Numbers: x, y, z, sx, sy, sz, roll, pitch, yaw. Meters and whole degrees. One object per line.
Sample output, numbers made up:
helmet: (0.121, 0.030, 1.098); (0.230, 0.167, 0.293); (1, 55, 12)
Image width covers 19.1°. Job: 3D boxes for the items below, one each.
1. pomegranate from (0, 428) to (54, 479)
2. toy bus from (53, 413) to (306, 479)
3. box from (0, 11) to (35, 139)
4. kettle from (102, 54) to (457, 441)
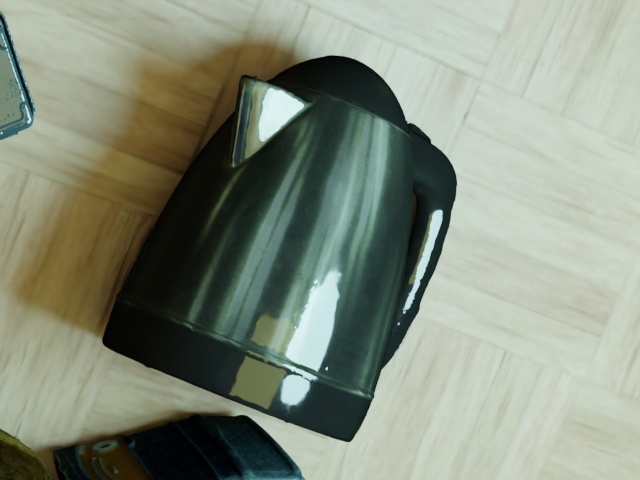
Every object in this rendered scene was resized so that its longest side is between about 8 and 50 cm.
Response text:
pomegranate: (-0.298, 0.252, 1.343); (0.281, 0.281, 0.281); (-4, 104, -18)
toy bus: (-0.092, 0.309, 1.482); (0.194, 0.162, 0.323); (-14, 108, -17)
box: (-0.251, -0.115, 1.384); (0.074, 0.054, 0.099); (-21, 109, -12)
kettle: (-0.003, -0.002, 1.424); (0.250, 0.207, 0.271); (21, 87, -15)
